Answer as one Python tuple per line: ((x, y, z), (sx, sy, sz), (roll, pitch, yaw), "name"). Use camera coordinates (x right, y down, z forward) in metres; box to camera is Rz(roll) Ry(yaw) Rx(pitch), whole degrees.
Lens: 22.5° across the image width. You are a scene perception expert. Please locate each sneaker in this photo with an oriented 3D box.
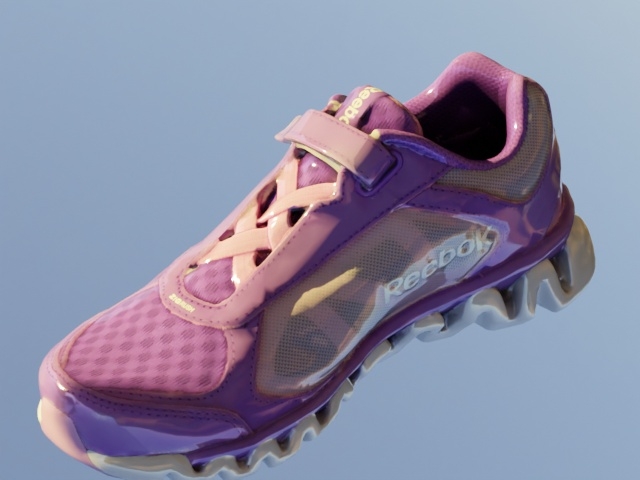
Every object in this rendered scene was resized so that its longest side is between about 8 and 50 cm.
((0.000, 0.000, 0.582), (0.236, 0.104, 0.095), (-26, -139, -27), "sneaker")
